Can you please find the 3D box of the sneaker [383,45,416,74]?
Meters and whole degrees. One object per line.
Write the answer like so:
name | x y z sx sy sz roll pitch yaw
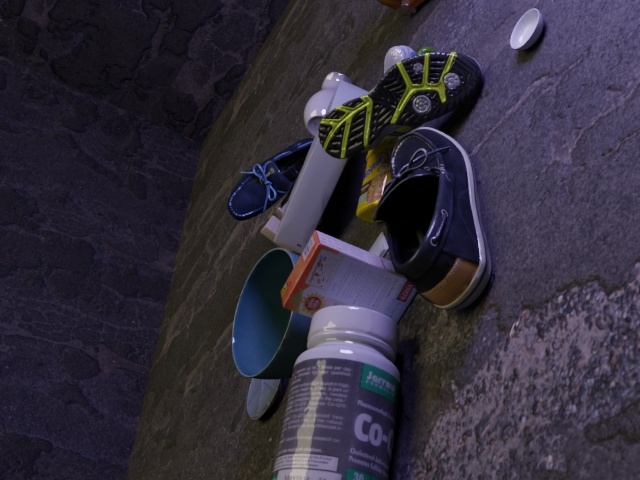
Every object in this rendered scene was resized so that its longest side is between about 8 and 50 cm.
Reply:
sneaker | 0.183 -0.373 2.096 0.085 0.086 0.237 42 124 40

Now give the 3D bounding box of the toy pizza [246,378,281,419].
toy pizza | -0.135 0.370 2.162 0.201 0.032 0.201 -53 23 34

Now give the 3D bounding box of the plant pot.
plant pot | -0.046 0.182 1.861 0.290 0.195 0.290 -41 40 46

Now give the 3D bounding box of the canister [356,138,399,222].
canister | 0.144 -0.136 1.920 0.126 0.073 0.170 -29 44 60

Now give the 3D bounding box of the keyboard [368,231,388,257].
keyboard | 0.084 0.097 1.918 0.256 0.014 0.072 -58 16 24

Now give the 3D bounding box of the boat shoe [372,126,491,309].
boat shoe | 0.193 -0.077 1.581 0.187 0.156 0.500 -50 26 30

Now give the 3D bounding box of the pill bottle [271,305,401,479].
pill bottle | 0.037 0.315 1.509 0.204 0.204 0.361 -39 35 54

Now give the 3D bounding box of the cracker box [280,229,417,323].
cracker box | 0.058 0.095 1.648 0.156 0.232 0.067 -60 19 20

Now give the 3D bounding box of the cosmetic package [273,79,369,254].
cosmetic package | 0.005 -0.192 2.164 0.284 0.097 0.377 -79 12 -59

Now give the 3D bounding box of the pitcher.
pitcher | 0.015 -0.376 2.473 0.207 0.125 0.178 -72 4 -45

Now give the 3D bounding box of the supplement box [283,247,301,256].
supplement box | -0.068 0.109 2.205 0.078 0.080 0.233 -48 25 39

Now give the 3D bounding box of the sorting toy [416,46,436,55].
sorting toy | 0.253 -0.395 1.935 0.042 0.061 0.102 -110 23 -62

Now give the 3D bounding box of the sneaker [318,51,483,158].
sneaker | 0.176 -0.304 1.817 0.384 0.145 0.147 -21 3 28

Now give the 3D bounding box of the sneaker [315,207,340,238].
sneaker | 0.002 0.001 2.174 0.170 0.051 0.089 -69 14 -14

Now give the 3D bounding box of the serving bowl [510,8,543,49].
serving bowl | 0.401 -0.400 1.596 0.083 0.027 0.083 -52 25 37

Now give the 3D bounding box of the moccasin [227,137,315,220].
moccasin | -0.130 -0.192 2.381 0.342 0.138 0.117 -44 7 -12

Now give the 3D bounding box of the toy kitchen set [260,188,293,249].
toy kitchen set | -0.103 -0.030 2.448 0.166 0.122 0.207 -45 9 48

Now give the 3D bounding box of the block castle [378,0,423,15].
block castle | 0.227 -0.785 2.075 0.453 0.303 0.213 -28 50 62
